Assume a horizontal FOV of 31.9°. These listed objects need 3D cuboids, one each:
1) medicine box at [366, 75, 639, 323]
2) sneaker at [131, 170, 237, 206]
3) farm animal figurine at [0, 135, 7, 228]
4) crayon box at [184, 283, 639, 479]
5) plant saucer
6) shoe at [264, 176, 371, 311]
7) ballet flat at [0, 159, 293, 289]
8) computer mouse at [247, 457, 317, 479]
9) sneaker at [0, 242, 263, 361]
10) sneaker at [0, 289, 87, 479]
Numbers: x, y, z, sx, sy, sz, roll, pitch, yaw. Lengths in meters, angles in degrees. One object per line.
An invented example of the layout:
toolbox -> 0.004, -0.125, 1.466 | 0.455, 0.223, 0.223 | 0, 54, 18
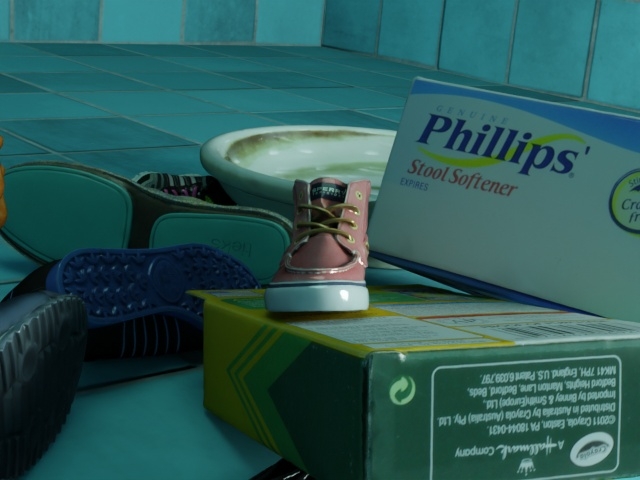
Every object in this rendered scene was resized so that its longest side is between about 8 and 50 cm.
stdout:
medicine box -> 0.225, -0.003, 0.892 | 0.264, 0.149, 0.289 | 16, -2, 34
sneaker -> -0.149, -0.044, 1.233 | 0.075, 0.063, 0.170 | 6, 9, 27
farm animal figurine -> -0.365, 0.004, 0.643 | 0.330, 0.172, 0.327 | 20, -27, -36
crayon box -> 0.052, 0.083, 0.716 | 0.203, 0.083, 0.323 | -1, 4, -22
plant saucer -> 0.065, -0.045, 1.243 | 0.401, 0.100, 0.400 | 5, 16, -1
shoe -> 0.000, 0.000, 0.715 | 0.064, 0.081, 0.178 | 0, 3, 4
ballet flat -> -0.156, 0.000, 1.046 | 0.316, 0.107, 0.106 | 15, -3, 15
computer mouse -> 0.036, 0.160, 0.557 | 0.262, 0.060, 0.184 | 16, 18, 36
sneaker -> -0.140, 0.051, 0.865 | 0.090, 0.081, 0.232 | -24, -21, 33
sneaker -> -0.237, 0.092, 0.616 | 0.131, 0.112, 0.319 | 11, 15, 11
